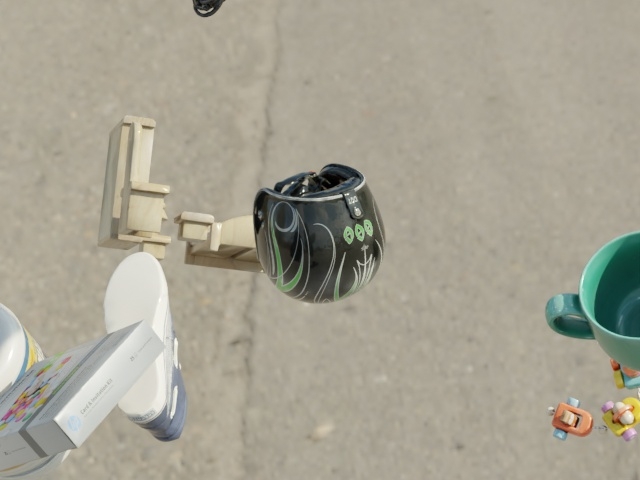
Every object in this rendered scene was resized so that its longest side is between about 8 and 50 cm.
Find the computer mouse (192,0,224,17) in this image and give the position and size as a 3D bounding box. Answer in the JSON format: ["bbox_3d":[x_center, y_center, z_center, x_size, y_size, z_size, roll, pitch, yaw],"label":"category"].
[{"bbox_3d":[-0.197,-0.376,1.752,0.262,0.184,0.060,22,1,29],"label":"computer mouse"}]

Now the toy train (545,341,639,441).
[{"bbox_3d":[0.377,0.199,2.028,0.125,0.046,0.166,24,80,27],"label":"toy train"}]

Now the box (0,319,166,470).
[{"bbox_3d":[-0.245,0.149,1.406,0.186,0.038,0.145,-23,20,44],"label":"box"}]

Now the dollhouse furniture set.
[{"bbox_3d":[-0.121,-0.062,2.156,0.355,0.174,0.303,7,-8,-16],"label":"dollhouse furniture set"}]

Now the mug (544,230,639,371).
[{"bbox_3d":[0.325,0.065,1.546,0.157,0.097,0.129,20,68,34],"label":"mug"}]

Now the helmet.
[{"bbox_3d":[0.000,0.000,1.887,0.169,0.162,0.169,-5,22,2],"label":"helmet"}]

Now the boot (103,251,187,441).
[{"bbox_3d":[-0.177,0.112,1.574,0.069,0.086,0.190,-10,59,14],"label":"boot"}]

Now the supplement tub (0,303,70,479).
[{"bbox_3d":[-0.351,0.164,1.624,0.144,0.200,0.144,-7,57,11],"label":"supplement tub"}]
